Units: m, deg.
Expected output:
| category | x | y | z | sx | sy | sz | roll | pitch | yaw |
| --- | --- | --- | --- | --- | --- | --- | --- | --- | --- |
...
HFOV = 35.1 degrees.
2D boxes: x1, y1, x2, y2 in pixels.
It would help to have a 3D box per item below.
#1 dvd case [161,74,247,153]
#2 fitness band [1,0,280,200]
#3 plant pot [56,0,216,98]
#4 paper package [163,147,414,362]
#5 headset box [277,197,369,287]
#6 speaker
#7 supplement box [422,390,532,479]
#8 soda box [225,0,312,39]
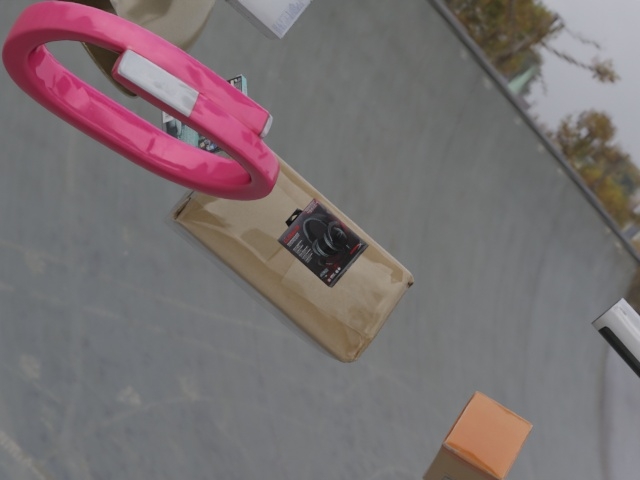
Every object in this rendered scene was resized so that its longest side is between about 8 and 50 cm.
| category | x | y | z | sx | sy | sz | roll | pitch | yaw |
| --- | --- | --- | --- | --- | --- | --- | --- | --- | --- |
| dvd case | -0.139 | -0.141 | 1.211 | 0.013 | 0.119 | 0.087 | 33 | 46 | -57 |
| fitness band | -0.166 | -0.127 | 0.976 | 0.291 | 0.054 | 0.209 | 33 | -20 | -31 |
| plant pot | -0.258 | -0.376 | 1.457 | 0.284 | 0.191 | 0.284 | 48 | -20 | 24 |
| paper package | -0.060 | 0.013 | 1.527 | 0.325 | 0.168 | 0.309 | 41 | -8 | -9 |
| headset box | 0.000 | 0.000 | 1.075 | 0.083 | 0.062 | 0.032 | 42 | 2 | 9 |
| speaker | 0.417 | 0.142 | 1.308 | 0.136 | 0.055 | 0.055 | 50 | 10 | 11 |
| supplement box | 0.180 | 0.252 | 1.189 | 0.078 | 0.080 | 0.233 | 31 | -21 | 11 |
| soda box | -0.117 | -0.353 | 1.297 | 0.216 | 0.069 | 0.074 | 40 | -2 | -18 |
